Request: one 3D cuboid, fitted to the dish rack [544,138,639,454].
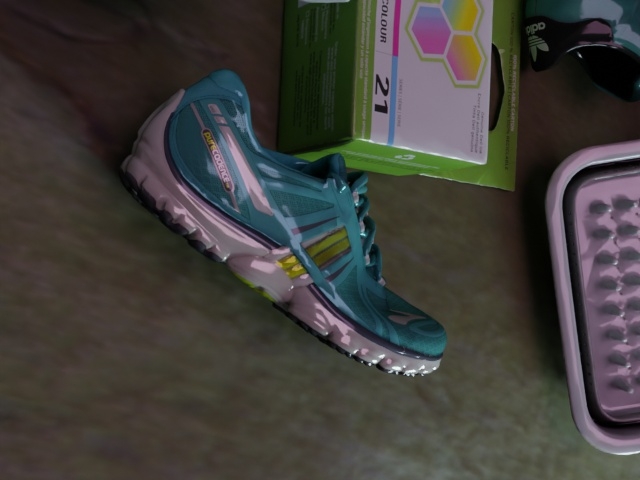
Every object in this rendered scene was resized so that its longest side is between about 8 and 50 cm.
[{"bbox_3d":[0.372,0.035,0.813,0.332,0.072,0.286,-9,95,-5],"label":"dish rack"}]

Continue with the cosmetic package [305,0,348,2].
[{"bbox_3d":[-0.051,-0.340,0.481,0.156,0.217,0.385,39,65,-58],"label":"cosmetic package"}]

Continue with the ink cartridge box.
[{"bbox_3d":[0.100,-0.146,0.678,0.255,0.097,0.189,6,85,-35],"label":"ink cartridge box"}]

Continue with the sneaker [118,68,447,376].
[{"bbox_3d":[0.000,0.000,0.578,0.275,0.107,0.110,40,86,-29],"label":"sneaker"}]

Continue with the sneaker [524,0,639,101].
[{"bbox_3d":[0.326,-0.183,0.823,0.302,0.108,0.121,9,90,-15],"label":"sneaker"}]
